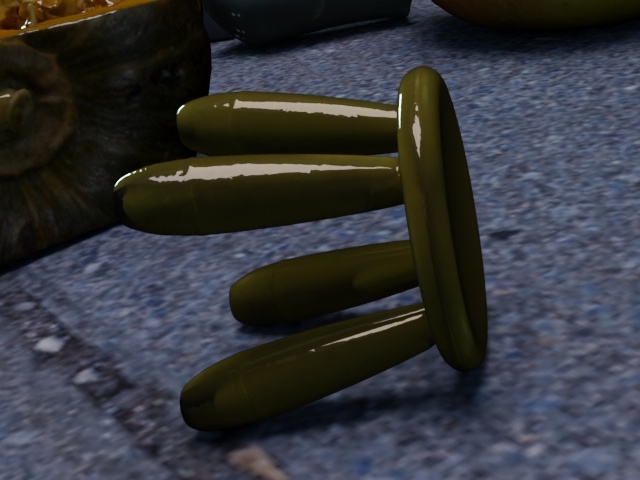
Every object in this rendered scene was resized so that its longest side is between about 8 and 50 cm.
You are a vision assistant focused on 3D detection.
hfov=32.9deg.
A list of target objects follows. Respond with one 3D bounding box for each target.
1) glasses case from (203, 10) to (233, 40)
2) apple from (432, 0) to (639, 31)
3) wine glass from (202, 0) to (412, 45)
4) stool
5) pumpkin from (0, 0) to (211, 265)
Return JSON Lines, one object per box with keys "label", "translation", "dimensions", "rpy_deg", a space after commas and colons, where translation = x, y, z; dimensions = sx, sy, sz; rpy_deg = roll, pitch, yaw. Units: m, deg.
{"label": "glasses case", "translation": [-0.130, -0.258, 1.126], "dimensions": [0.105, 0.056, 0.266], "rpy_deg": [-8, 23, 6]}
{"label": "apple", "translation": [0.186, -0.288, 0.823], "dimensions": [0.286, 0.233, 0.286], "rpy_deg": [-8, 23, 3]}
{"label": "wine glass", "translation": [-0.039, -0.223, 0.947], "dimensions": [0.231, 0.103, 0.103], "rpy_deg": [-9, 23, -3]}
{"label": "stool", "translation": [0.000, 0.000, 0.403], "dimensions": [0.110, 0.134, 0.135], "rpy_deg": [-7, -22, 13]}
{"label": "pumpkin", "translation": [-0.220, -0.076, 0.640], "dimensions": [0.317, 0.139, 0.222], "rpy_deg": [-28, 31, -32]}
